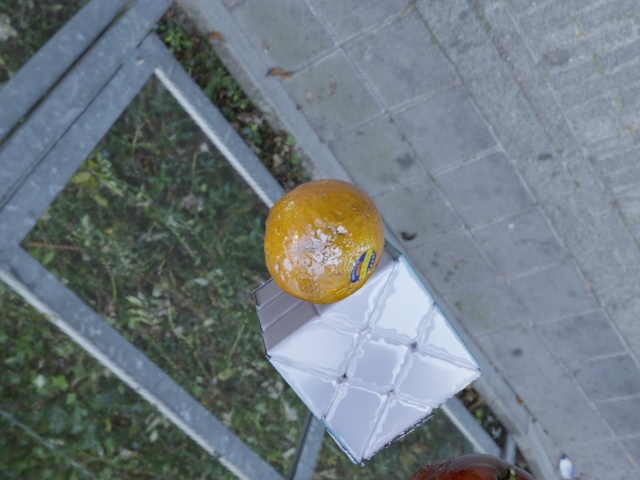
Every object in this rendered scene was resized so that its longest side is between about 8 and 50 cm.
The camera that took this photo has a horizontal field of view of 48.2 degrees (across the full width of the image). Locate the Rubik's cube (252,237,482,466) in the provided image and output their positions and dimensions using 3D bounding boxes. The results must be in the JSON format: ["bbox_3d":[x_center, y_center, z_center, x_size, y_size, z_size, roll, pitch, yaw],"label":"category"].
[{"bbox_3d":[0.058,0.135,1.041,0.221,0.224,0.231,-36,108,1],"label":"Rubik's cube"}]

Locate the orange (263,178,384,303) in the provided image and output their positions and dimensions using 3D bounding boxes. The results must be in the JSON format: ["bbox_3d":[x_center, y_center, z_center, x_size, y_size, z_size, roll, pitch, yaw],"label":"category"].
[{"bbox_3d":[0.001,-0.002,0.752,0.117,0.135,0.135,37,142,21],"label":"orange"}]

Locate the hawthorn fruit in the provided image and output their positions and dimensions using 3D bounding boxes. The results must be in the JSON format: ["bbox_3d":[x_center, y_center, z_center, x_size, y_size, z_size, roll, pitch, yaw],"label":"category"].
[{"bbox_3d":[0.238,0.425,1.088,0.224,0.224,0.261,28,126,-8],"label":"hawthorn fruit"}]
